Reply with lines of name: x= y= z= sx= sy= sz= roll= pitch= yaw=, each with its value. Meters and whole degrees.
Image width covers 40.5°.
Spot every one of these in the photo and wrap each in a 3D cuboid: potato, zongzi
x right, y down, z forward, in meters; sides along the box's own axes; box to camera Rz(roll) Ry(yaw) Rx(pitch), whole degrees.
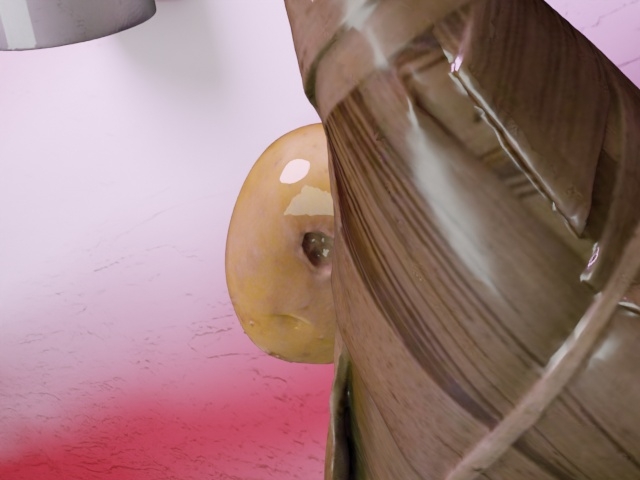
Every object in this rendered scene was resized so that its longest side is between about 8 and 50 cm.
potato: x=0.000 y=0.000 z=0.714 sx=0.146 sy=0.150 sz=0.234 roll=-112 pitch=36 yaw=-44
zongzi: x=0.036 y=0.032 z=0.601 sx=0.467 sy=0.218 sz=0.500 roll=43 pitch=139 yaw=-3

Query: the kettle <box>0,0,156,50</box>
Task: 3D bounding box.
kettle: x=-0.252 y=-0.309 z=0.728 sx=0.240 sy=0.165 sz=0.255 roll=-135 pitch=31 yaw=-56
